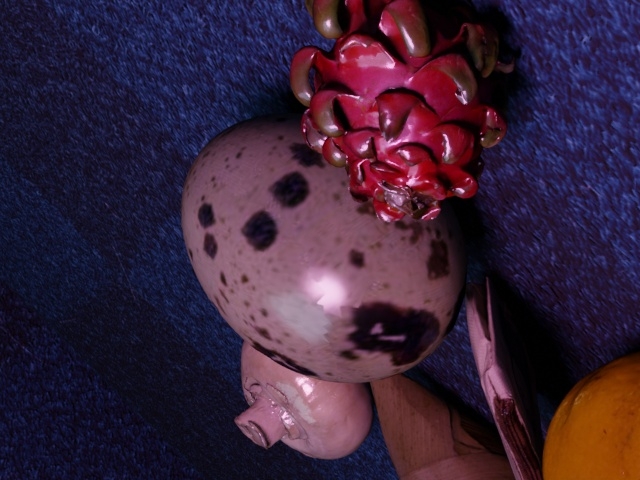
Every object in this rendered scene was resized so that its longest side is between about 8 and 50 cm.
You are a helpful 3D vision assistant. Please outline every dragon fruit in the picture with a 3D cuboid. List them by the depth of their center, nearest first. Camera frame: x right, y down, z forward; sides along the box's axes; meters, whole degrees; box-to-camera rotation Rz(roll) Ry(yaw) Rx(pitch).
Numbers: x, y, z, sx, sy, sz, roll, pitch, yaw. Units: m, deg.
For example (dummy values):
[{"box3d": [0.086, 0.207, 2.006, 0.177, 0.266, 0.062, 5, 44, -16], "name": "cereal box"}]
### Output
[{"box3d": [0.067, -0.159, 1.394, 0.218, 0.198, 0.273, -29, 110, 38], "name": "dragon fruit"}]

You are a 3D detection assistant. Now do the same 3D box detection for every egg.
[{"box3d": [0.000, 0.000, 1.665, 0.379, 0.287, 0.288, 47, 161, 28], "name": "egg"}]

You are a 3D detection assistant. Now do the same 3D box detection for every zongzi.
[{"box3d": [0.253, 0.392, 1.908, 0.467, 0.218, 0.500, 50, 171, -20], "name": "zongzi"}]

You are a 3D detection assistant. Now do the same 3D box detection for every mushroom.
[{"box3d": [-0.040, 0.243, 2.243, 0.246, 0.202, 0.246, 42, 153, 27], "name": "mushroom"}]

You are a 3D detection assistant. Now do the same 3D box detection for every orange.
[{"box3d": [0.376, 0.256, 1.561, 0.279, 0.235, 0.279, 33, 149, 23], "name": "orange"}]

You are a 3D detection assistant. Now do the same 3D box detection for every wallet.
[{"box3d": [0.241, 0.206, 1.740, 0.275, 0.068, 0.335, -102, -10, -47], "name": "wallet"}]
